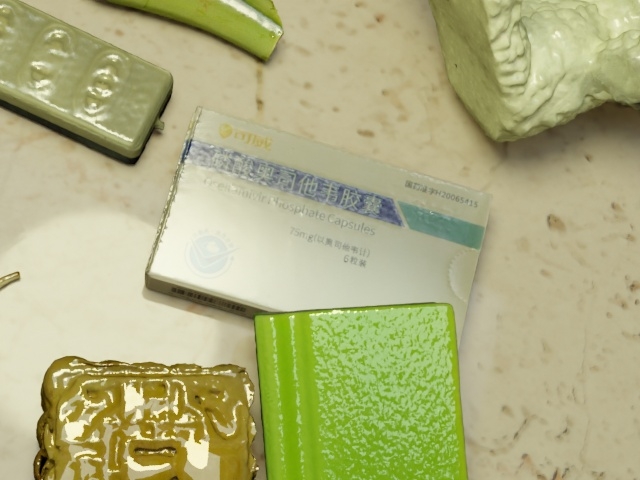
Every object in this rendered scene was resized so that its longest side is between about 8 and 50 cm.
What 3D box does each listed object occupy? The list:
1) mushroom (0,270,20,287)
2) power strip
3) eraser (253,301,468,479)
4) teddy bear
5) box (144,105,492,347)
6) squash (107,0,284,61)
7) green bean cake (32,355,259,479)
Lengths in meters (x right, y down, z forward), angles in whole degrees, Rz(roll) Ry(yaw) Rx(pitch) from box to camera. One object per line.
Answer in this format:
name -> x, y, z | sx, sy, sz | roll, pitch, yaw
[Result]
mushroom -> -0.434, 0.109, 1.364 | 0.286, 0.026, 0.028 | -37, 100, -18
power strip -> -0.284, -0.180, 1.437 | 0.256, 0.070, 0.105 | 25, 73, -3
eraser -> 0.043, 0.203, 1.347 | 0.210, 0.092, 0.274 | -3, 90, -5
teddy bear -> 0.301, -0.274, 1.427 | 0.362, 0.375, 0.327 | -27, 44, -8
box -> 0.000, 0.000, 1.439 | 0.343, 0.065, 0.200 | 16, 75, -5
squash -> -0.158, -0.279, 1.483 | 0.250, 0.083, 0.083 | 21, 73, -7
green bean cake -> -0.172, 0.229, 1.317 | 0.229, 0.131, 0.224 | 2, 77, -8
